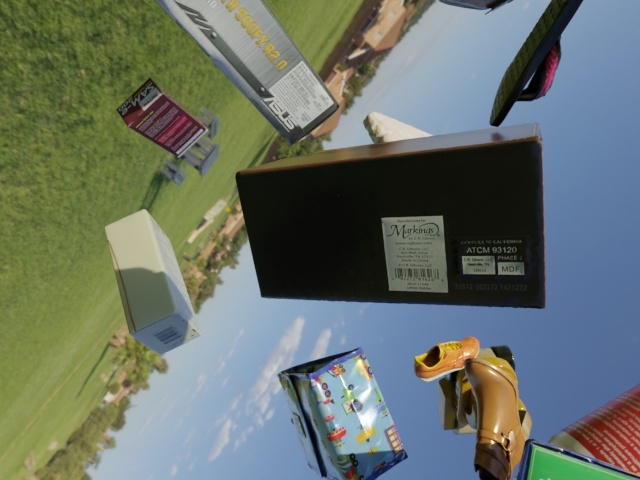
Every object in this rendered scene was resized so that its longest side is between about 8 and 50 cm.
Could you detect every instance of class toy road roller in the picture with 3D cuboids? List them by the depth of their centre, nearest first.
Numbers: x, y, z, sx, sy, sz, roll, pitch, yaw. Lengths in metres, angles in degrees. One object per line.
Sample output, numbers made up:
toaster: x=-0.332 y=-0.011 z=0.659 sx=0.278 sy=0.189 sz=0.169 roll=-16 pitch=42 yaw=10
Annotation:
toy road roller: x=0.475 y=0.482 z=1.295 sx=0.241 sy=0.202 sz=0.330 roll=-94 pitch=179 yaw=-64

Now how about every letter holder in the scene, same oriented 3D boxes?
letter holder: x=0.094 y=-0.039 z=0.520 sx=0.301 sy=0.152 sz=0.214 roll=-2 pitch=-162 yaw=26

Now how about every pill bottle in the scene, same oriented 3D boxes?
pill bottle: x=0.580 y=0.415 z=0.801 sx=0.407 sy=0.229 sz=0.229 roll=-30 pitch=-171 yaw=0

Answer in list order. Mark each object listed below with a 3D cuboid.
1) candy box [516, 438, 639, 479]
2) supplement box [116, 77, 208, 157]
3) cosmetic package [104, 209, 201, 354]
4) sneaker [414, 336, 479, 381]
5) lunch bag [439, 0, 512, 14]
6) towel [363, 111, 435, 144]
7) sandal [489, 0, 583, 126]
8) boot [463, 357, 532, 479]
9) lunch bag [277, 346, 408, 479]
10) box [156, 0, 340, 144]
candy box: x=0.279 y=0.416 z=0.523 sx=0.268 sy=0.122 sz=0.318 roll=44 pitch=59 yaw=-57
supplement box: x=-0.440 y=-0.339 z=1.253 sx=0.130 sy=0.073 sz=0.239 roll=-41 pitch=164 yaw=4
cosmetic package: x=-0.406 y=0.098 z=1.067 sx=0.113 sy=0.310 sz=0.160 roll=-26 pitch=148 yaw=-8
sneaker: x=0.292 y=0.260 z=1.001 sx=0.175 sy=0.068 sz=0.064 roll=-21 pitch=-147 yaw=-20
lunch bag: x=0.161 y=-0.241 z=0.398 sx=0.071 sy=0.083 sz=0.053 roll=-156 pitch=-113 yaw=-73
towel: x=0.260 y=-0.104 z=0.890 sx=0.053 sy=0.316 sz=0.332 roll=-49 pitch=-128 yaw=32
sandal: x=0.220 y=-0.179 z=0.433 sx=0.179 sy=0.040 sz=0.067 roll=110 pitch=-1 yaw=-54
boot: x=0.291 y=0.317 z=0.760 sx=0.152 sy=0.197 sz=0.073 roll=-44 pitch=-170 yaw=-35
lunch bag: x=0.009 y=0.367 z=0.926 sx=0.138 sy=0.221 sz=0.293 roll=-17 pitch=170 yaw=-31
box: x=-0.090 y=-0.208 z=0.353 sx=0.056 sy=0.231 sz=0.183 roll=-35 pitch=-137 yaw=13
